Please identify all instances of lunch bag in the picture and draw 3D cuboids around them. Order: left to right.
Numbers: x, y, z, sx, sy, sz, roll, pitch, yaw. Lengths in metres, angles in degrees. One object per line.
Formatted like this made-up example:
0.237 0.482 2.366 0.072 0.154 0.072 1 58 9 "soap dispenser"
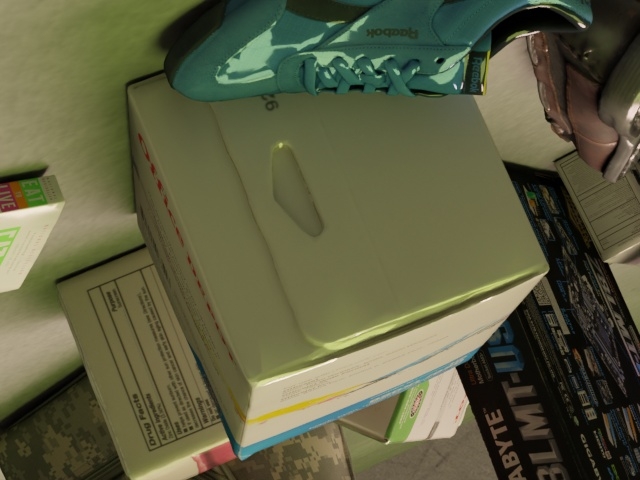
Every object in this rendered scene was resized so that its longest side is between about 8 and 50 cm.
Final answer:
-0.117 0.228 1.415 0.305 0.256 0.212 -34 164 36 "lunch bag"

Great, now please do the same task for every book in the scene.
-0.220 0.004 0.856 0.144 0.035 0.096 -13 159 -34 "book"

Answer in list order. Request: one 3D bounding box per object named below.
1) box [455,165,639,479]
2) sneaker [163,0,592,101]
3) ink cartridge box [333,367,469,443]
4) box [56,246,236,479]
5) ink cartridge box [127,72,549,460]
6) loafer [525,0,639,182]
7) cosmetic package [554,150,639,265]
0.189 0.084 1.281 0.073 0.295 0.293 -26 168 23 "box"
0.031 -0.098 0.761 0.209 0.082 0.069 -21 169 -5 "sneaker"
0.079 0.087 1.385 0.160 0.092 0.219 -69 161 1 "ink cartridge box"
-0.047 0.065 1.125 0.232 0.149 0.127 -22 168 -3 "box"
0.000 0.000 0.895 0.168 0.171 0.233 -21 167 -10 "ink cartridge box"
0.182 -0.112 1.005 0.109 0.095 0.302 -55 169 2 "loafer"
0.291 -0.031 1.437 0.060 0.099 0.239 -28 167 21 "cosmetic package"
